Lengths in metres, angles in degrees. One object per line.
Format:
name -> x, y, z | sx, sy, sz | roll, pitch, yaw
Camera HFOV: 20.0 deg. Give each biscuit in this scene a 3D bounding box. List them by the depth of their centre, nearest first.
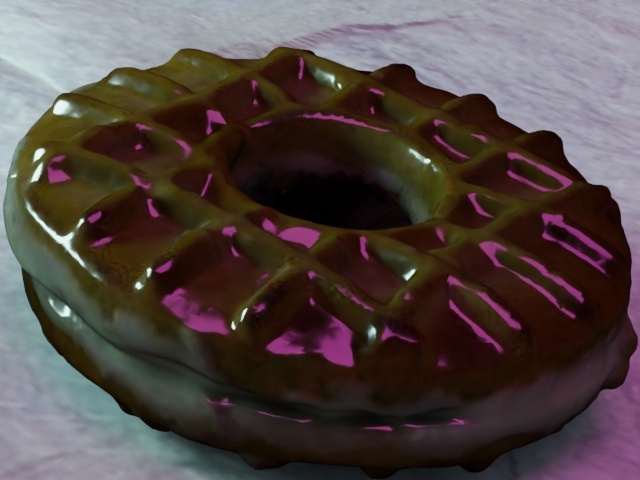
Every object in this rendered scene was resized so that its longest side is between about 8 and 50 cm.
biscuit -> 0.000, 0.000, 0.939 | 0.332, 0.103, 0.332 | 8, 31, -5
